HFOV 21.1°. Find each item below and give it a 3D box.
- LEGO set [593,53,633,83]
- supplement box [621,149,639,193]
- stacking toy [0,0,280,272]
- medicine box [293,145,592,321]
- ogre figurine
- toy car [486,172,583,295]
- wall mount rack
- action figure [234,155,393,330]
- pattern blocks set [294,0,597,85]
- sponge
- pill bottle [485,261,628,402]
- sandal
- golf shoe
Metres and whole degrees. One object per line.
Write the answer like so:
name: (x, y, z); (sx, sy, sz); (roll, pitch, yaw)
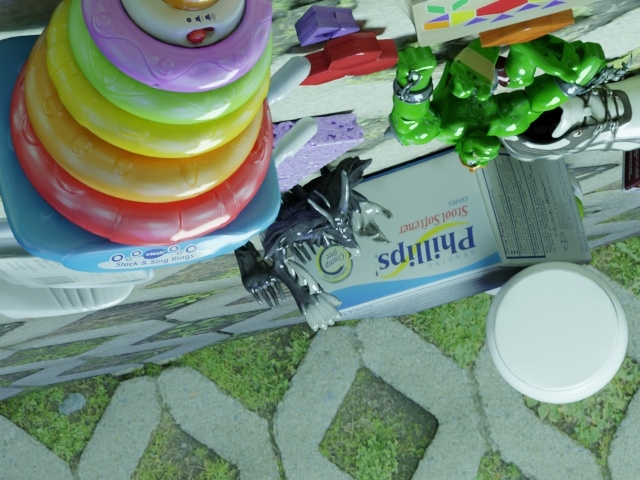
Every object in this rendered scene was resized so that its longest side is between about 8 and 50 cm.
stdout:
LEGO set: (0.266, -0.157, 1.665); (0.054, 0.023, 0.083); (-7, 170, -44)
supplement box: (0.472, -0.109, 2.099); (0.130, 0.073, 0.239); (6, 168, -11)
stacking toy: (-0.084, -0.117, 0.963); (0.175, 0.165, 0.302); (-7, 156, -20)
medicine box: (0.146, -0.007, 2.083); (0.263, 0.149, 0.289); (-18, 171, 28)
ogre figurine: (0.137, -0.124, 1.443); (0.197, 0.097, 0.118); (-27, 163, -35)
toy car: (0.255, -0.027, 2.268); (0.182, 0.159, 0.136); (-20, 134, 40)
wall mount rack: (-0.152, -0.043, 1.315); (0.304, 0.130, 0.350); (-5, 173, 1)
action figure: (0.000, 0.000, 1.851); (0.164, 0.141, 0.276); (-48, -173, -17)
pattern blocks set: (0.140, -0.183, 1.224); (0.325, 0.026, 0.285); (-13, 173, -4)
sponge: (-0.052, -0.075, 1.662); (0.117, 0.031, 0.210); (-11, 172, -24)
pill bottle: (0.272, 0.107, 1.978); (0.160, 0.160, 0.283); (-15, 172, 6)
sandal: (-0.321, 0.031, 1.746); (0.265, 0.102, 0.076); (-5, 173, -5)
golf shoe: (0.278, -0.124, 1.739); (0.198, 0.077, 0.094); (-17, 172, 15)
